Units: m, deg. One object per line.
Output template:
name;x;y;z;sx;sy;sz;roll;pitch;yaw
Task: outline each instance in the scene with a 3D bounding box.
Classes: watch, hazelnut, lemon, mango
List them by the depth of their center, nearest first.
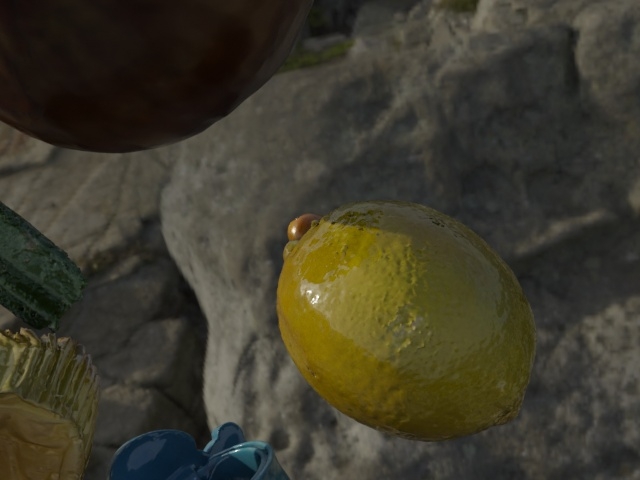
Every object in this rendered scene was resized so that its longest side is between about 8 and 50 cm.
hazelnut;-0.200;-0.271;1.035;0.429;0.402;0.402;-22;34;20
lemon;0.085;0.079;1.090;0.263;0.236;0.236;11;39;-4
watch;-0.102;0.284;1.129;0.211;0.211;0.193;-38;14;-29
mango;0.000;0.000;1.377;0.046;0.089;0.060;-25;38;55

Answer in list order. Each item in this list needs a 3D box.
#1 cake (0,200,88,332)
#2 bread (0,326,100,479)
cake;-0.403;0.012;1.367;0.100;0.235;0.099;-51;9;-5
bread;-0.316;0.199;1.081;0.179;0.250;0.133;17;32;-5
